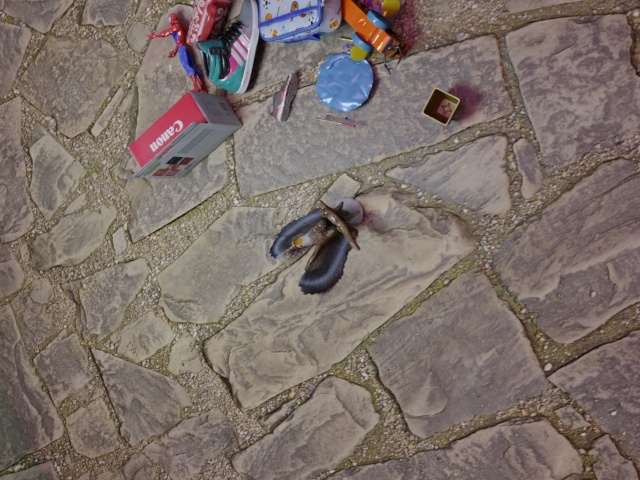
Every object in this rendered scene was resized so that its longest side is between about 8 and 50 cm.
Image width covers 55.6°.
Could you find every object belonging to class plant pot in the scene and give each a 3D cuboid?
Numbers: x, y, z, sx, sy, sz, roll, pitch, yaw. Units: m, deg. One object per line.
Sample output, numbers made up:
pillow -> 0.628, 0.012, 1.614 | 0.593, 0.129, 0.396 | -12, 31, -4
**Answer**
plant pot -> 0.345, -0.373, 1.703 | 0.081, 0.083, 0.081 | 32, 108, 16

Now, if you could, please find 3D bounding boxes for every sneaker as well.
sneaker -> -0.299, -0.620, 1.900 | 0.124, 0.178, 0.295 | 33, 114, 57
sneaker -> -0.123, -0.457, 1.916 | 0.065, 0.061, 0.158 | 28, 107, 25

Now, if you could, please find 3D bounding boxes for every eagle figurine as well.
eagle figurine -> -0.010, 0.000, 1.882 | 0.298, 0.225, 0.226 | 125, 152, -50

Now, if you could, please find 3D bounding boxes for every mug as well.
mug -> -0.373, -0.703, 1.950 | 0.113, 0.150, 0.169 | 25, 111, 4

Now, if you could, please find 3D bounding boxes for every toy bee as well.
toy bee -> 0.167, -0.570, 1.730 | 0.195, 0.162, 0.298 | -27, 71, 39

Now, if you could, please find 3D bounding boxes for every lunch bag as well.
lunch bag -> -0.063, -0.700, 1.775 | 0.303, 0.115, 0.243 | 7, 99, 49

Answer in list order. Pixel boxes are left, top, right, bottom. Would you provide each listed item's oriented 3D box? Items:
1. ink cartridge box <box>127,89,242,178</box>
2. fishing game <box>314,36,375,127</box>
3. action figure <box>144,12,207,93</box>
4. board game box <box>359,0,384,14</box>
ink cartridge box -> -0.456, -0.336, 1.962 | 0.309, 0.272, 0.130 | -35, 83, 23
fishing game -> 0.072, -0.477, 1.838 | 0.189, 0.041, 0.264 | 14, 94, 22
action figure -> -0.486, -0.613, 2.036 | 0.139, 0.091, 0.280 | -14, 91, 16
board game box -> 0.118, -0.724, 1.786 | 0.133, 0.033, 0.169 | -18, 90, 25
